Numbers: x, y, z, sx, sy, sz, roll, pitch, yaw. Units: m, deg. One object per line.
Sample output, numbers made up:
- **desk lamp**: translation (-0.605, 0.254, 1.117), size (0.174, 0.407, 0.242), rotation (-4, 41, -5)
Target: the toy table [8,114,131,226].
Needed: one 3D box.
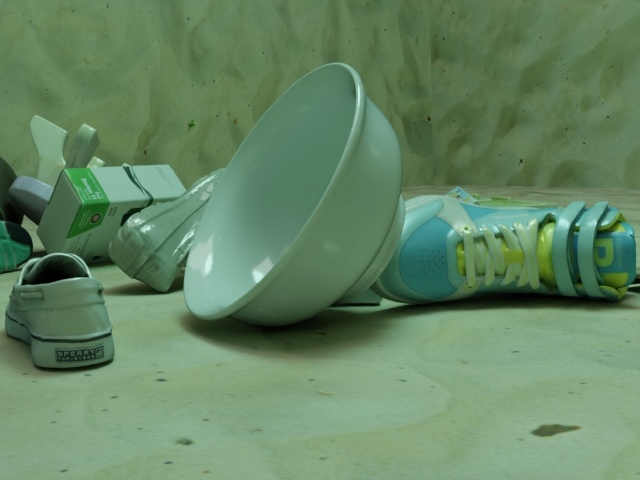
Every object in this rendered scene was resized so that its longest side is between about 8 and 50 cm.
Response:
- **toy table**: translation (-0.451, -0.102, 1.688), size (0.252, 0.160, 0.274), rotation (32, -17, -12)

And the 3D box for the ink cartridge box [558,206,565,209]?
- **ink cartridge box**: translation (0.502, -0.039, 1.934), size (0.179, 0.045, 0.145), rotation (16, -3, -25)

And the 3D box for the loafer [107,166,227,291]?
- **loafer**: translation (-0.169, -0.017, 1.312), size (0.112, 0.111, 0.319), rotation (-47, -4, 37)

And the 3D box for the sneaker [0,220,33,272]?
- **sneaker**: translation (-0.558, 0.016, 1.433), size (0.098, 0.083, 0.224), rotation (-4, 4, 34)

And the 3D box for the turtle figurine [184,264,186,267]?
- **turtle figurine**: translation (-0.192, -0.007, 1.474), size (0.217, 0.087, 0.270), rotation (-5, 12, 37)

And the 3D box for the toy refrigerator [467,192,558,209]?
- **toy refrigerator**: translation (0.269, -0.027, 1.523), size (0.102, 0.094, 0.269), rotation (-4, 6, -21)

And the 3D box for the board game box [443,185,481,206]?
- **board game box**: translation (0.147, -0.013, 1.282), size (0.154, 0.026, 0.103), rotation (-35, 15, 3)

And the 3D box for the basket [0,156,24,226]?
- **basket**: translation (-0.634, -0.050, 1.702), size (0.154, 0.204, 0.227), rotation (-11, 18, -11)

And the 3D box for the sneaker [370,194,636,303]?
- **sneaker**: translation (0.218, 0.010, 1.017), size (0.319, 0.127, 0.208), rotation (-7, 6, -36)

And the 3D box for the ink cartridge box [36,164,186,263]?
- **ink cartridge box**: translation (-0.343, -0.043, 1.540), size (0.208, 0.153, 0.087), rotation (-8, 51, -43)

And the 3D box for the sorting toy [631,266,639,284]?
- **sorting toy**: translation (0.480, 0.045, 1.057), size (0.193, 0.038, 0.208), rotation (-4, 2, -25)

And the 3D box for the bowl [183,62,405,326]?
- **bowl**: translation (-0.007, -0.025, 0.960), size (0.134, 0.297, 0.298), rotation (30, -9, -24)

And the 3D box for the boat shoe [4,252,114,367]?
- **boat shoe**: translation (-0.256, 0.055, 0.891), size (0.096, 0.088, 0.267), rotation (-4, 6, -18)

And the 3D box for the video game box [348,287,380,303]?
- **video game box**: translation (-0.020, 0.044, 1.147), size (0.205, 0.048, 0.187), rotation (-1, 3, 7)
